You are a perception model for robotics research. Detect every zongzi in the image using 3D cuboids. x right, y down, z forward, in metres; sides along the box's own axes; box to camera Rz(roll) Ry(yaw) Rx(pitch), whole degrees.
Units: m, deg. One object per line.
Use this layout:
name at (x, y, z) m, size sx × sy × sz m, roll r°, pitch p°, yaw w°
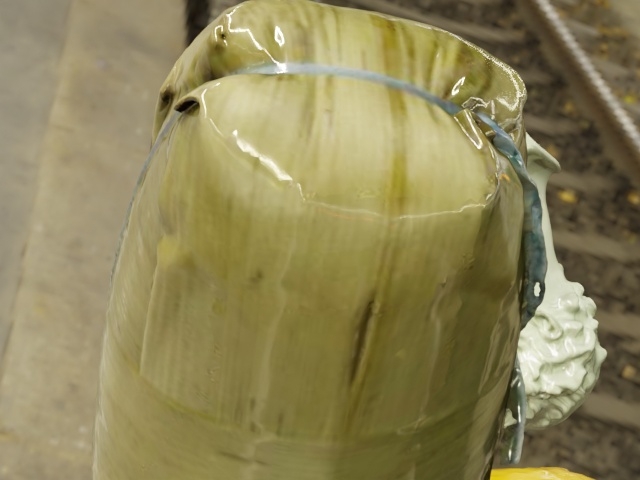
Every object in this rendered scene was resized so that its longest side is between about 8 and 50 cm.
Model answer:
zongzi at (0.000, 0.000, 0.467) m, size 0.115 × 0.228 × 0.256 m, roll 7°, pitch 36°, yaw -1°

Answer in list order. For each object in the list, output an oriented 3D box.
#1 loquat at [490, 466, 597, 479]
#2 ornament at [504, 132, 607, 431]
loquat at (0.070, 0.282, 0.728) m, size 0.328 × 0.328 × 0.359 m, roll -1°, pitch 58°, yaw -40°
ornament at (0.136, 0.003, 1.172) m, size 0.130 × 0.285 × 0.120 m, roll -8°, pitch 2°, yaw 7°
